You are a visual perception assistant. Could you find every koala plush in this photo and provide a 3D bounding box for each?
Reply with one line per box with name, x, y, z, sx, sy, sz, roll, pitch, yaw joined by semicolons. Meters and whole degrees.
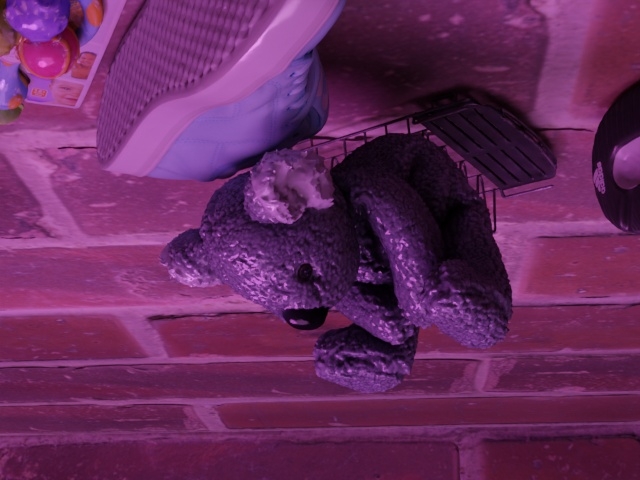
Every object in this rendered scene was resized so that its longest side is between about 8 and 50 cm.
koala plush;0.000;0.000;0.868;0.221;0.203;0.196;7;154;-33

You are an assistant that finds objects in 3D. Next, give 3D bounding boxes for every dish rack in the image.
dish rack;0.083;-0.047;1.068;0.271;0.074;0.208;-15;154;31

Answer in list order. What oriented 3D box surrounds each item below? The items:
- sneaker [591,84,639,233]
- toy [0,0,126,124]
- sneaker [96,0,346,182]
sneaker;0.448;-0.108;0.862;0.257;0.169;0.447;2;167;-28
toy;-0.224;-0.151;0.835;0.136;0.056;0.237;8;157;-22
sneaker;-0.044;-0.134;0.802;0.150;0.135;0.366;5;167;-26
